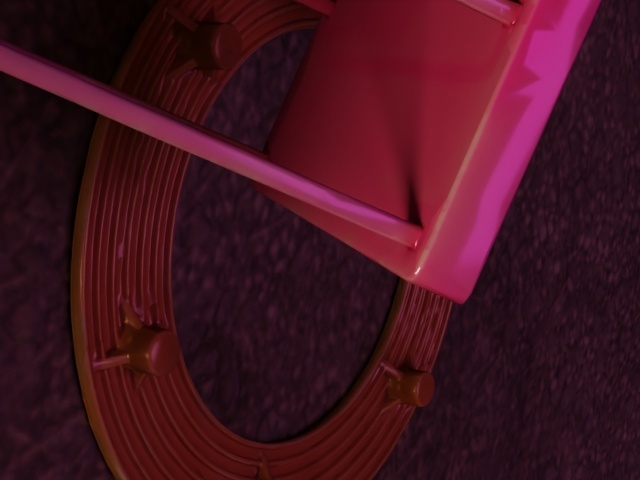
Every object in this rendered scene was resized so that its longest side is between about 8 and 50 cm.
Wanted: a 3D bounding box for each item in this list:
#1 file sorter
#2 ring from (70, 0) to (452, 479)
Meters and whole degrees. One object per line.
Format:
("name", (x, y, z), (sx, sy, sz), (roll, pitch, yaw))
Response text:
("file sorter", (-0.006, -0.164, 0.426), (0.182, 0.202, 0.291), (23, 93, -19))
("ring", (0.000, 0.000, 0.698), (0.336, 0.032, 0.337), (-16, 110, -52))
